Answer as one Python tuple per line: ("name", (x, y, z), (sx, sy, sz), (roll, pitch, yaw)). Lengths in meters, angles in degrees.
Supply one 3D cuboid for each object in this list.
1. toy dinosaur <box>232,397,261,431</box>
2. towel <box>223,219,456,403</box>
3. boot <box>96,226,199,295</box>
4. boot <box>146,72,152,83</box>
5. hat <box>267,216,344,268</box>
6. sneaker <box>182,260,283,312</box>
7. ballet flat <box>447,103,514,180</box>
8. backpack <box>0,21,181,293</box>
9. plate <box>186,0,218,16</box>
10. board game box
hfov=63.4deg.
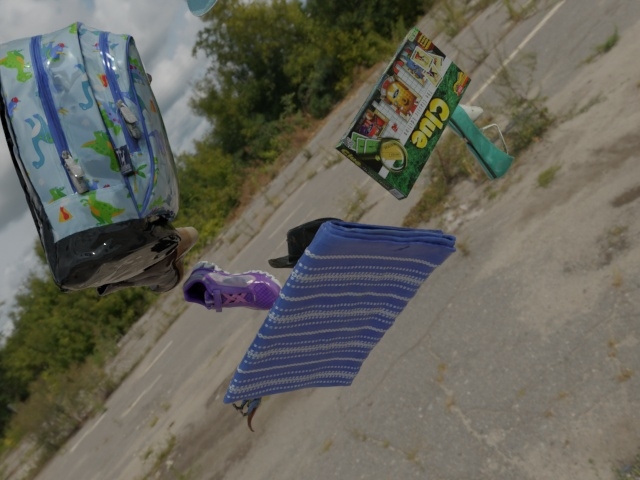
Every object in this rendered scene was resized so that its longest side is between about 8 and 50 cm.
("toy dinosaur", (-0.112, 0.264, 0.894), (0.082, 0.090, 0.047), (-34, 28, -27))
("towel", (0.028, 0.112, 0.733), (0.040, 0.243, 0.336), (55, 127, 38))
("boot", (-0.380, 0.065, 1.093), (0.207, 0.090, 0.248), (-28, -15, -46))
("boot", (-0.471, -0.304, 1.132), (0.219, 0.106, 0.082), (-12, 44, -10))
("hat", (0.000, 0.000, 1.563), (0.332, 0.133, 0.331), (-4, 6, 0))
("sneaker", (-0.196, 0.115, 1.121), (0.104, 0.237, 0.095), (-45, -40, -63))
("ballet flat", (0.350, -0.250, 1.178), (0.087, 0.247, 0.083), (-42, 11, 9))
("backpack", (-0.334, -0.133, 0.771), (0.273, 0.355, 0.290), (-33, 0, -6))
("plate", (-0.201, -0.516, 0.982), (0.188, 0.024, 0.188), (-8, 79, 47))
("board game box", (0.140, -0.206, 0.831), (0.259, 0.136, 0.030), (-60, 19, -19))
